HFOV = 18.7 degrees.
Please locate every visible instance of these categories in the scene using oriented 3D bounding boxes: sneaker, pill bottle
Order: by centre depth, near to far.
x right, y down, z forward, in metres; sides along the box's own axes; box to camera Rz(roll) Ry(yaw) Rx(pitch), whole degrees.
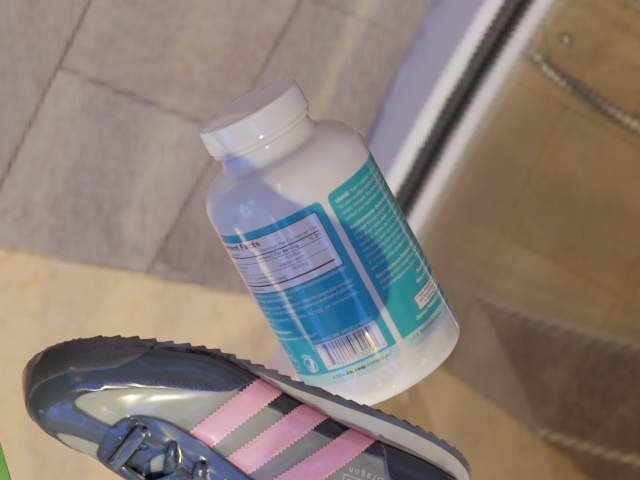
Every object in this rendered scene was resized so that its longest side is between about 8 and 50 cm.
[{"bbox_3d":[-0.047,0.160,1.264,0.319,0.131,0.112,18,139,-13],"label":"sneaker"},{"bbox_3d":[0.000,0.000,1.626,0.146,0.146,0.264,-23,106,17],"label":"pill bottle"}]

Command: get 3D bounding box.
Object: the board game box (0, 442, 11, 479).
[{"bbox_3d":[-0.304,0.030,1.225,0.046,0.317,0.213,-11,172,-41],"label":"board game box"}]
